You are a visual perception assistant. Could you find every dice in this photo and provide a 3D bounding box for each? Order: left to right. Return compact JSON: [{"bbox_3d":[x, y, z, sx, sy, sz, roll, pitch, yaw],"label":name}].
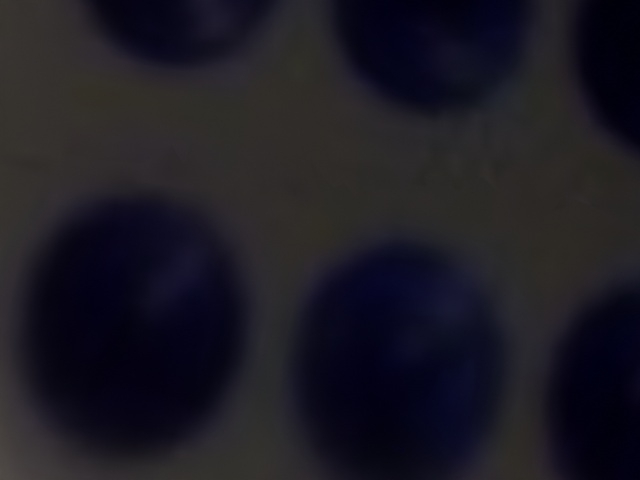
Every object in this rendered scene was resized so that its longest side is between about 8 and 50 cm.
[{"bbox_3d":[0.000,0.000,0.507,0.277,0.304,0.304,10,172,-10],"label":"dice"}]
